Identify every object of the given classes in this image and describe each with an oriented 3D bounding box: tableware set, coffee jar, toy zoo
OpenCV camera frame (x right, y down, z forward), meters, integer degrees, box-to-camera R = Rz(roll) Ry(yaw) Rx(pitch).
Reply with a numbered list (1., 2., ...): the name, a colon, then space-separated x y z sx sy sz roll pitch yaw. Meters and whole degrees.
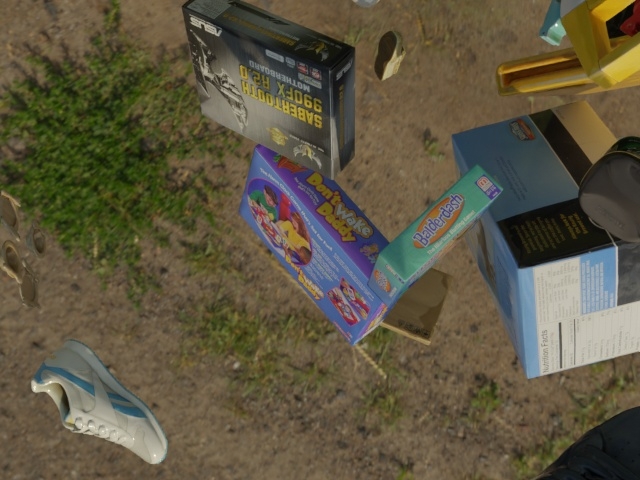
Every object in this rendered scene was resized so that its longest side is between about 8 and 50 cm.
1. tableware set: -0.448 0.014 1.220 0.020 0.169 0.141 -11 150 3
2. coffee jar: 0.344 -0.059 0.894 0.096 0.184 0.079 39 117 12
3. toy zoo: 0.324 -0.269 0.751 0.030 0.192 0.293 22 142 -29

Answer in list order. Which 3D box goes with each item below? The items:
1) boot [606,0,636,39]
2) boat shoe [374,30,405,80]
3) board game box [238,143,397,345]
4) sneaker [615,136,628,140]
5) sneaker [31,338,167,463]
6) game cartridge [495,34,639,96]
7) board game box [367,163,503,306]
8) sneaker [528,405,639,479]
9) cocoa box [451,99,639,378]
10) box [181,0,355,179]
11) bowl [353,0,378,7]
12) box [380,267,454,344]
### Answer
1. boot: 0.531 -0.404 1.372 0.077 0.165 0.213 45 130 9
2. boat shoe: 0.141 -0.368 1.593 0.050 0.045 0.135 63 162 15
3. board game box: 0.000 0.000 1.463 0.347 0.078 0.233 49 153 13
4. sneaker: 0.534 -0.034 1.621 0.130 0.323 0.236 18 161 -12
5. sneaker: -0.324 0.256 1.202 0.228 0.092 0.087 44 141 -3
6. game cartridge: 0.452 -0.255 1.167 0.285 0.323 0.053 -4 97 40
7. board game box: 0.135 0.001 1.014 0.160 0.210 0.047 -42 81 -9
8. sneaker: 0.150 0.221 0.578 0.131 0.350 0.148 28 152 51
9. cocoa box: 0.354 -0.011 1.219 0.227 0.347 0.231 -14 128 2
10. box: -0.064 -0.201 1.042 0.231 0.056 0.183 29 147 22
11. bowl: 0.103 -0.551 1.633 0.142 0.053 0.142 -48 130 4
12. box: 0.164 0.110 1.714 0.201 0.164 0.021 22 154 7
